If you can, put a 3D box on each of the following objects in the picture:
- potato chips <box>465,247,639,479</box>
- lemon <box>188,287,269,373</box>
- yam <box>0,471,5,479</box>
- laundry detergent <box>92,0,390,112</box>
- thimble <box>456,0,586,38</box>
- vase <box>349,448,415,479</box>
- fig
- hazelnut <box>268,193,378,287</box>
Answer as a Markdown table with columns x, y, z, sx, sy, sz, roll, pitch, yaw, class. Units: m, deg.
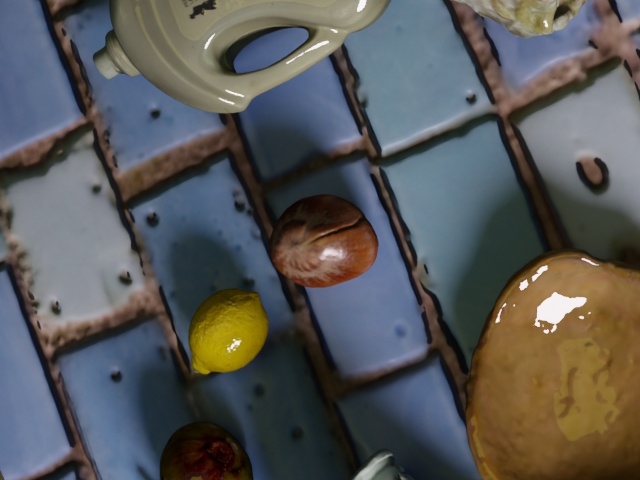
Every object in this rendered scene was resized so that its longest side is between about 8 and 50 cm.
| x | y | z | sx | sy | sz | roll | pitch | yaw | class |
| --- | --- | --- | --- | --- | --- | --- | --- | --- | --- |
| 0.201 | 0.113 | 1.479 | 0.195 | 0.062 | 0.208 | -29 | 75 | 9 | potato chips |
| -0.076 | 0.075 | 1.582 | 0.062 | 0.062 | 0.083 | 42 | 99 | 18 | lemon |
| -0.303 | 0.165 | 1.677 | 0.021 | 0.021 | 0.116 | -34 | 76 | 14 | yam |
| -0.075 | -0.202 | 1.594 | 0.253 | 0.091 | 0.181 | -30 | 81 | 14 | laundry detergent |
| 0.151 | -0.254 | 1.494 | 0.143 | 0.137 | 0.190 | 31 | 107 | 20 | thimble |
| 0.138 | 0.289 | 1.449 | 0.299 | 0.143 | 0.143 | 29 | 95 | 17 | vase |
| -0.098 | 0.199 | 1.579 | 0.084 | 0.082 | 0.098 | 35 | 132 | 2 | fig |
| 0.000 | 0.000 | 1.553 | 0.086 | 0.086 | 0.086 | -2 | 84 | 20 | hazelnut |
